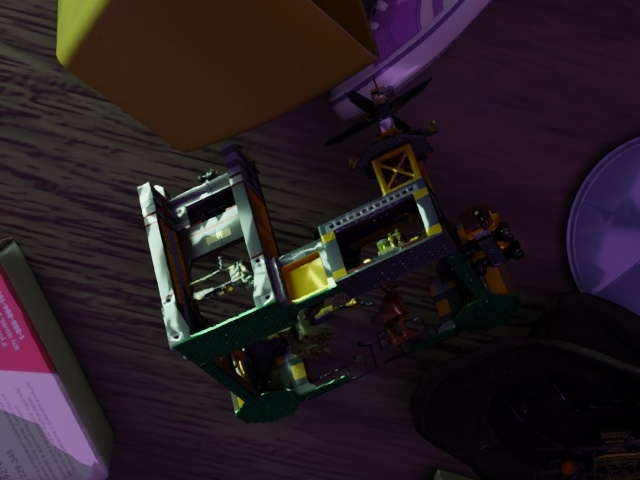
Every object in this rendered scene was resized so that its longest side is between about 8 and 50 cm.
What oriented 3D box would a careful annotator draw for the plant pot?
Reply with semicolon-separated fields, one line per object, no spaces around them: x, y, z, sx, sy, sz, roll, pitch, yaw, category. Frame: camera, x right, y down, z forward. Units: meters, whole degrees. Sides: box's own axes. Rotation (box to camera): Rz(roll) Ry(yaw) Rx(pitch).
-0.104;-0.204;1.085;0.187;0.212;0.212;-39;125;22;plant pot

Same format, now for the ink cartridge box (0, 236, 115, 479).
-0.367;0.163;1.163;0.306;0.131;0.226;-25;100;0;ink cartridge box

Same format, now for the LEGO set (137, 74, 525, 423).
0.000;0.000;1.149;0.331;0.255;0.192;-29;57;19;LEGO set

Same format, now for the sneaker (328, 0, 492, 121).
0.075;-0.245;1.170;0.161;0.102;0.282;44;81;-6;sneaker

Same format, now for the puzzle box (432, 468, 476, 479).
0.256;0.408;1.284;0.409;0.052;0.272;19;102;-8;puzzle box

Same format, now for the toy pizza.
0.332;-0.006;1.257;0.201;0.032;0.201;-1;99;-4;toy pizza

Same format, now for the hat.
0.249;0.133;1.187;0.331;0.331;0.134;20;58;-8;hat
